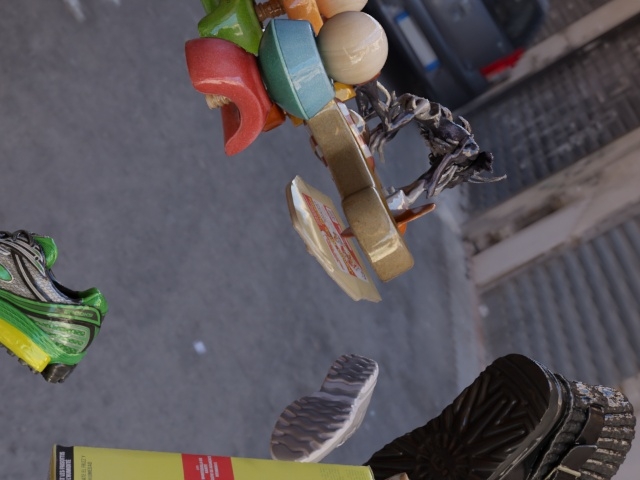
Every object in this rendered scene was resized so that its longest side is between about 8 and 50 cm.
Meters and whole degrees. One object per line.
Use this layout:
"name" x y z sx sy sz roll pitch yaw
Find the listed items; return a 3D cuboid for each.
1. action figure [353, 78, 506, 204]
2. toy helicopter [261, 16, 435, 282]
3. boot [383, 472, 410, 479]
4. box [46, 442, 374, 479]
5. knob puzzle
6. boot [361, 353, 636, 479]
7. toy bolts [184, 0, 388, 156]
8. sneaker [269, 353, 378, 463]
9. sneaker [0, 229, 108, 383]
"action figure" 0.109 -0.127 1.477 0.275 0.141 0.164 38 6 -30
"toy helicopter" 0.032 -0.059 1.133 0.355 0.140 0.235 -107 171 -58
"boot" 0.135 0.329 1.046 0.269 0.236 0.089 57 17 7
"box" -0.078 0.199 0.826 0.232 0.087 0.058 7 34 -16
"knob puzzle" 0.000 0.000 1.524 0.213 0.030 0.213 53 15 -21
"boot" 0.216 0.292 1.448 0.260 0.348 0.131 26 28 -51
"toy bolts" -0.037 -0.207 0.988 0.218 0.158 0.228 65 9 -48
"sneaker" 0.018 0.296 1.854 0.281 0.105 0.115 -38 136 -50
"sneaker" -0.425 0.025 1.501 0.343 0.146 0.134 40 -2 -13
